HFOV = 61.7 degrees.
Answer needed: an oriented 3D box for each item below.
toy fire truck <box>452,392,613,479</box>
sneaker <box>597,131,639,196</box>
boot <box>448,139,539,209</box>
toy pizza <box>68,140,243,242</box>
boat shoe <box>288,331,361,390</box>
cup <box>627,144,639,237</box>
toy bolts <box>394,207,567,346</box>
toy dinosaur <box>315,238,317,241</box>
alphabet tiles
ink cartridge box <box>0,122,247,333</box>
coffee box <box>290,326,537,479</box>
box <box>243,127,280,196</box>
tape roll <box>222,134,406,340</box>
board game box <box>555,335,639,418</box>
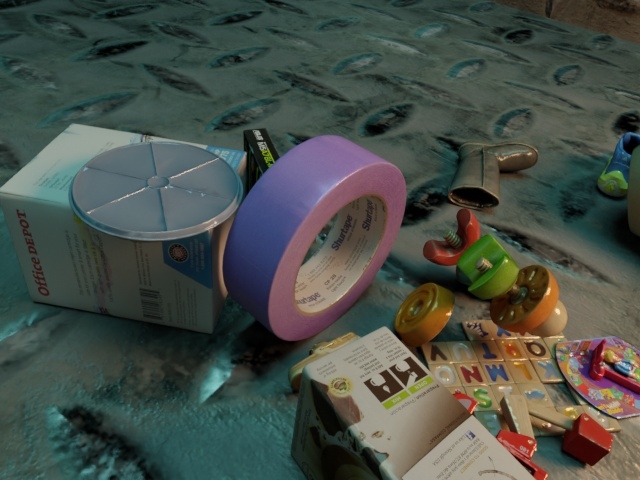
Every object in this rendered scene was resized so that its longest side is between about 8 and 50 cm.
[{"bbox_3d":[0.241,0.237,0.657,0.192,0.047,0.135,32,50,20],"label":"toy fire truck"},{"bbox_3d":[0.711,-0.192,1.212,0.091,0.126,0.240,28,44,23],"label":"sneaker"},{"bbox_3d":[0.369,-0.141,1.131,0.189,0.076,0.208,1,30,14],"label":"boot"},{"bbox_3d":[-0.196,-0.058,0.652,0.201,0.032,0.201,6,40,-5],"label":"toy pizza"},{"bbox_3d":[0.008,0.161,0.724,0.135,0.050,0.045,-12,39,-38],"label":"boat shoe"},{"bbox_3d":[0.709,-0.092,0.986,0.237,0.331,0.331,2,30,36],"label":"cup"},{"bbox_3d":[0.237,0.084,0.808,0.158,0.218,0.228,39,23,-14],"label":"toy bolts"},{"bbox_3d":[-0.041,-0.033,0.937,0.047,0.090,0.082,-20,13,-9],"label":"toy dinosaur"},{"bbox_3d":[0.270,0.188,0.763,0.237,0.009,0.198,0,40,-10],"label":"alphabet tiles"},{"bbox_3d":[-0.262,-0.021,0.776,0.270,0.198,0.197,10,40,1],"label":"ink cartridge box"},{"bbox_3d":[0.102,0.255,0.527,0.119,0.168,0.297,-20,46,-31],"label":"coffee box"},{"bbox_3d":[-0.083,-0.050,0.849,0.045,0.191,0.184,-8,41,-15],"label":"box"},{"bbox_3d":[0.000,0.000,0.735,0.090,0.275,0.275,35,46,28],"label":"tape roll"},{"bbox_3d":[0.430,0.183,0.770,0.168,0.033,0.133,-2,40,-18],"label":"board game box"}]
